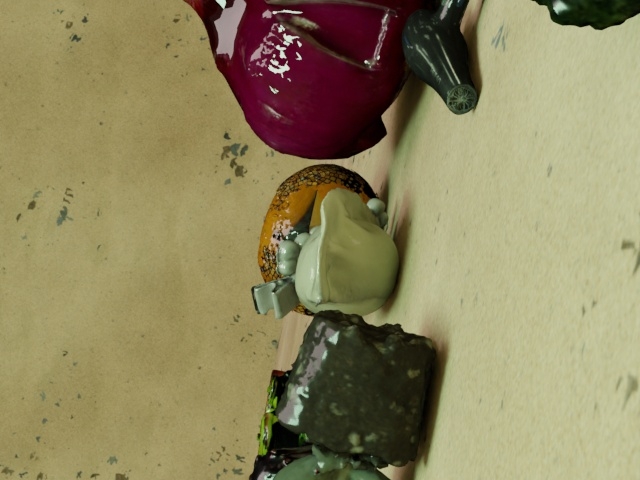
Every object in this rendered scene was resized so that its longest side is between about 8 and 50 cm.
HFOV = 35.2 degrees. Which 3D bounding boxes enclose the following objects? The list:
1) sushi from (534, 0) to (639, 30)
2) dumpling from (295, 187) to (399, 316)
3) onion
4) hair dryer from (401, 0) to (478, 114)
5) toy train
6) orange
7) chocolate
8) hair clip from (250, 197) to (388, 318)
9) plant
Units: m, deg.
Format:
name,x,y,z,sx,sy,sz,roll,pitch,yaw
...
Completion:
name,x,y,z,sx,sy,sz,roll,pitch,yaw
sushi,0.148,-0.325,0.638,0.352,0.178,0.294,-80,7,-53
dumpling,0.036,0.018,1.287,0.126,0.216,0.166,2,87,47
onion,-0.053,-0.324,1.451,0.398,0.420,0.398,12,-90,-89
hair dryer,0.159,-0.260,1.075,0.195,0.075,0.219,-104,32,-55
toy train,-0.067,0.367,1.788,0.160,0.101,0.296,108,172,-62
orange,0.000,0.000,1.535,0.234,0.182,0.234,3,-90,-86
chocolate,-0.028,0.320,1.335,0.156,0.133,0.156,-166,90,-84
hair clip,0.010,0.041,1.377,0.054,0.220,0.140,16,125,56
plant,0.024,0.210,0.984,0.146,0.149,0.274,31,-108,-78
